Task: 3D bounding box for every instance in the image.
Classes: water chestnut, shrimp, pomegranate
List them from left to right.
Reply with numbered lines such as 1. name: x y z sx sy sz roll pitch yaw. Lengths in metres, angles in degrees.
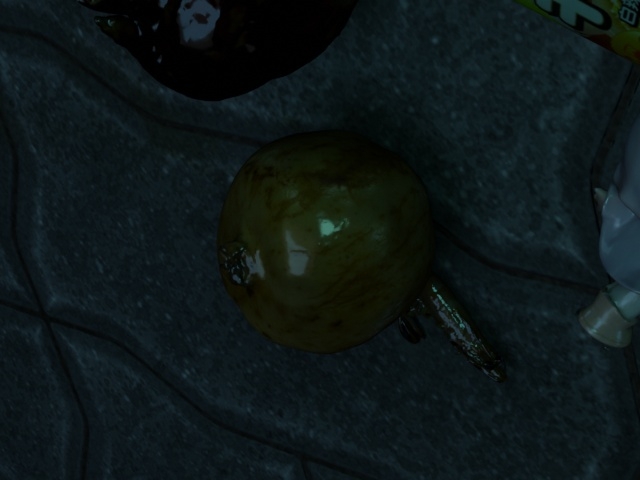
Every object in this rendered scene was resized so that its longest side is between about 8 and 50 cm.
1. water chestnut: -0.091 -0.260 1.767 0.289 0.244 0.289 18 153 10
2. pomegranate: 0.000 0.000 1.938 0.248 0.248 0.248 31 142 28
3. shrimp: 0.130 0.100 2.059 0.178 0.034 0.124 49 150 7

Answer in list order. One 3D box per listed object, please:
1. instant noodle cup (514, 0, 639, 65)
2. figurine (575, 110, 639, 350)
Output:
1. instant noodle cup: 0.223 -0.279 1.400 0.308 0.294 0.294 34 144 12
2. figurine: 0.305 -0.030 1.603 0.200 0.133 0.276 -115 34 -44
